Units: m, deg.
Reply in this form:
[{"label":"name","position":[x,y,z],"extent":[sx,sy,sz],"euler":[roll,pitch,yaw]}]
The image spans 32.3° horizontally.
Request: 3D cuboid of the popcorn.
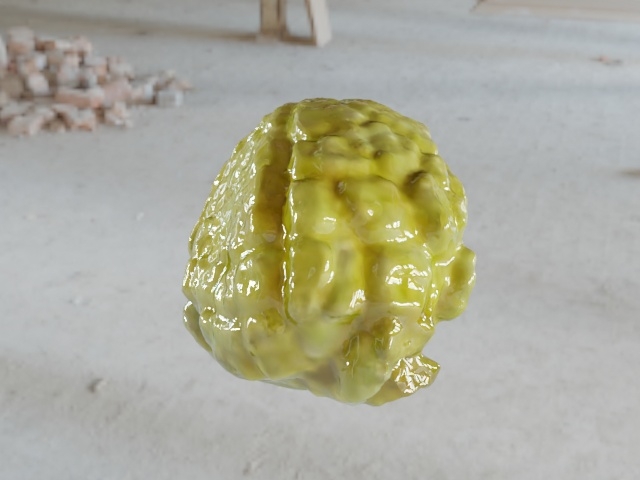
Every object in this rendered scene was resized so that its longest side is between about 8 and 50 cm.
[{"label":"popcorn","position":[0.000,0.000,0.812],"extent":[0.173,0.225,0.286],"euler":[19,-6,-18]}]
